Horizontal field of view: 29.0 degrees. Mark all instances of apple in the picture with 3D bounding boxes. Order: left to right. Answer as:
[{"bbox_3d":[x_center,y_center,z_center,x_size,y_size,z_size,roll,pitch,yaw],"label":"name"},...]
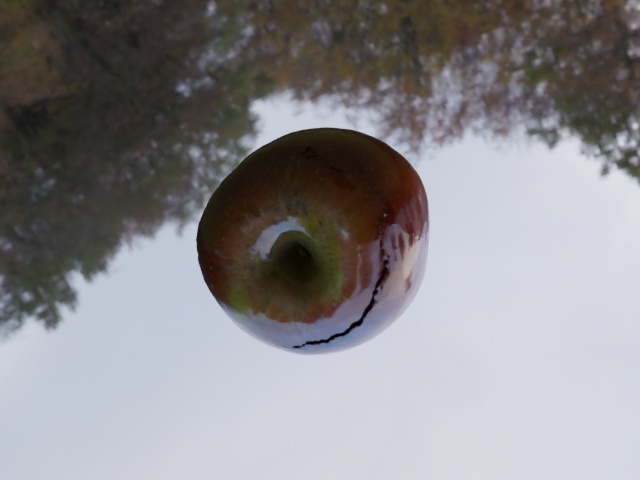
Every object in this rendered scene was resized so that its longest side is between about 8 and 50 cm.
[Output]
[{"bbox_3d":[0.000,0.000,1.397,0.271,0.252,0.206,-61,168,23],"label":"apple"}]
